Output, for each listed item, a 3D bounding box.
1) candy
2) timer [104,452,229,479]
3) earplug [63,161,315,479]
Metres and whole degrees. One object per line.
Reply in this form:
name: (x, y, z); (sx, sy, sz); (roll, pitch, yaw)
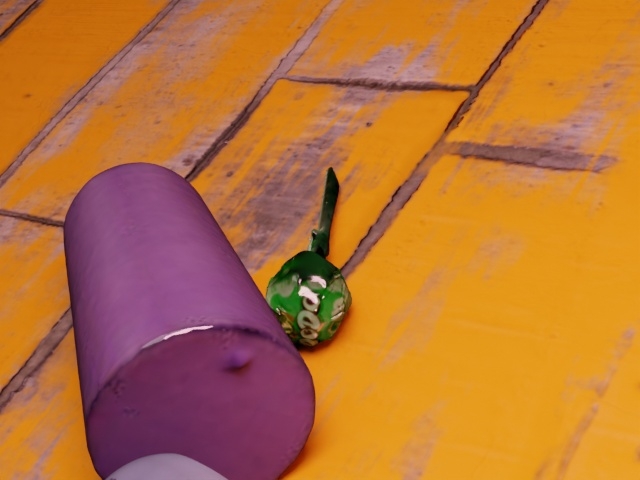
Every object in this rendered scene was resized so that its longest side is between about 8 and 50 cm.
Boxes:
candy: (0.000, 0.002, 1.417); (0.097, 0.097, 0.323); (-13, 30, 15)
timer: (-0.155, 0.307, 1.091); (0.175, 0.175, 0.255); (30, 92, 48)
earplug: (-0.169, 0.065, 1.326); (0.215, 0.215, 0.456); (-27, 34, -3)
